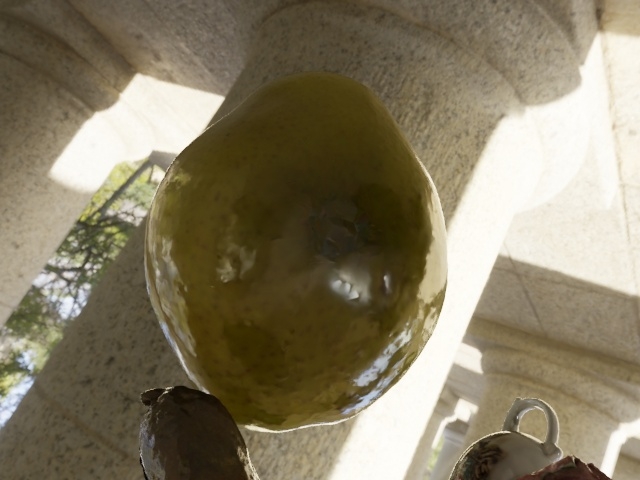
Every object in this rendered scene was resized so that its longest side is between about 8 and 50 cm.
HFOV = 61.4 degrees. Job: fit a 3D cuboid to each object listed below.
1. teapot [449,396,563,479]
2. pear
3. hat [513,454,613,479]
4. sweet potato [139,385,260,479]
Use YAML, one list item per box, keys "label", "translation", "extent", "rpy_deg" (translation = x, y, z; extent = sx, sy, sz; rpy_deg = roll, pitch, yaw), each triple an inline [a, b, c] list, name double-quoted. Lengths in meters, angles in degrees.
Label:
- label: "teapot"
  translation: [0.303, 0.399, 0.876]
  extent: [0.204, 0.298, 0.139]
  rpy_deg: [39, 174, -15]
- label: "pear"
  translation: [0.000, 0.000, 0.553]
  extent: [0.341, 0.386, 0.191]
  rpy_deg: [8, 169, -19]
- label: "hat"
  translation: [0.235, 0.383, 0.581]
  extent: [0.236, 0.286, 0.107]
  rpy_deg: [58, -153, 12]
- label: "sweet potato"
  translation: [-0.056, 0.211, 0.346]
  extent: [0.273, 0.075, 0.075]
  rpy_deg: [59, -178, 35]
